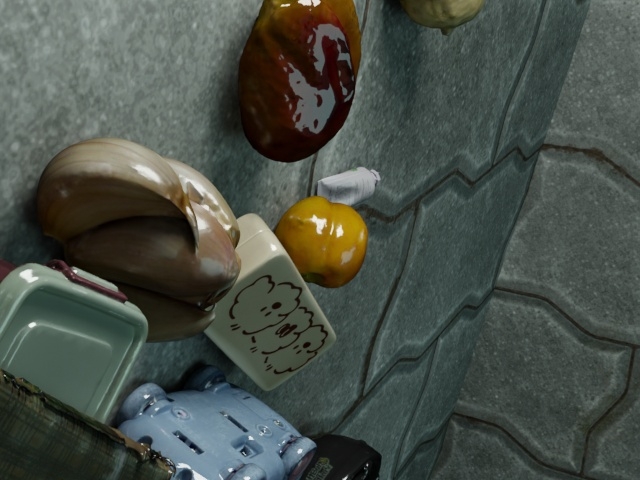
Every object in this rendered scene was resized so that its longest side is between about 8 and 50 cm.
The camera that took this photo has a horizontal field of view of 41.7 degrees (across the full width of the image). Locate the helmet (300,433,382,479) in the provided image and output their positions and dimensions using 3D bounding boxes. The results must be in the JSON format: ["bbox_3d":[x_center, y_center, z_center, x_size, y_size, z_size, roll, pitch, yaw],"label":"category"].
[{"bbox_3d":[-0.015,0.480,1.589,0.279,0.160,0.230,-47,153,-15],"label":"helmet"}]

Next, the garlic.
[{"bbox_3d":[-0.168,-0.011,0.817,0.160,0.191,0.214,-77,164,-62],"label":"garlic"}]

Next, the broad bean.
[{"bbox_3d":[-0.029,-0.205,0.980,0.156,0.122,0.228,-10,116,-34],"label":"broad bean"}]

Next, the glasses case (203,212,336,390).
[{"bbox_3d":[-0.081,0.095,1.130,0.144,0.076,0.336,-35,151,-4],"label":"glasses case"}]

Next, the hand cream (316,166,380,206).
[{"bbox_3d":[0.040,-0.081,1.348,0.142,0.053,0.084,-25,134,-37],"label":"hand cream"}]

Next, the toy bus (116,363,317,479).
[{"bbox_3d":[-0.163,0.317,1.094,0.231,0.197,0.294,-62,160,14],"label":"toy bus"}]

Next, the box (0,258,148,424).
[{"bbox_3d":[-0.293,0.134,0.651,0.294,0.168,0.193,-64,159,-8],"label":"box"}]

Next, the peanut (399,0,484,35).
[{"bbox_3d":[0.170,-0.386,1.239,0.129,0.129,0.224,-65,150,-5],"label":"peanut"}]

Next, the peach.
[{"bbox_3d":[0.000,0.000,1.217,0.138,0.138,0.138,-48,150,-39],"label":"peach"}]

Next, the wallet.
[{"bbox_3d":[-0.212,0.209,0.631,0.169,0.044,0.317,-64,159,-18],"label":"wallet"}]
